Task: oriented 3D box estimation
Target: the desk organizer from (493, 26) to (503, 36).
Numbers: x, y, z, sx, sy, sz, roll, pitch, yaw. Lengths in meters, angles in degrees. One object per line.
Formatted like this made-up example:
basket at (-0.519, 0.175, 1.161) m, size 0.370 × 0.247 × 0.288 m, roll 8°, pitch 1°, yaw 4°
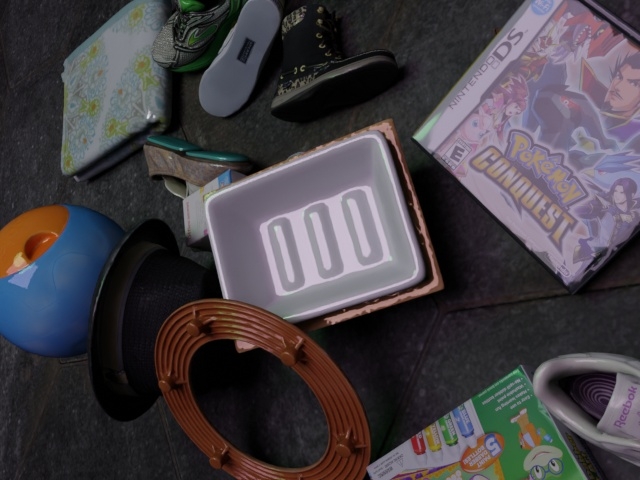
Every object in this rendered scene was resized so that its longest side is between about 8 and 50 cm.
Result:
desk organizer at (0.257, -0.209, 0.842) m, size 0.050 × 0.047 × 0.130 m, roll -21°, pitch 64°, yaw 35°

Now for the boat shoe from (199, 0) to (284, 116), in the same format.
boat shoe at (-0.132, -0.332, 1.224) m, size 0.258 × 0.095 × 0.084 m, roll -46°, pitch 14°, yaw 36°

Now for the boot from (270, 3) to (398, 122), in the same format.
boot at (0.016, -0.299, 1.069) m, size 0.236 × 0.085 × 0.178 m, roll -14°, pitch 66°, yaw 41°

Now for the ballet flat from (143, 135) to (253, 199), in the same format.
ballet flat at (-0.223, -0.122, 1.245) m, size 0.316 × 0.108 × 0.106 m, roll 22°, pitch 112°, yaw 50°

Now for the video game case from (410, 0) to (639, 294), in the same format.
video game case at (0.273, -0.122, 0.764) m, size 0.248 × 0.035 × 0.275 m, roll -50°, pitch 65°, yaw 20°

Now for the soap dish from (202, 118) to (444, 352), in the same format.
soap dish at (0.000, 0.000, 0.906) m, size 0.291 × 0.118 × 0.228 m, roll -20°, pitch 76°, yaw 19°

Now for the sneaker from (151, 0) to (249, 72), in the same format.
sneaker at (-0.227, -0.432, 1.267) m, size 0.344 × 0.146 × 0.134 m, roll -29°, pitch 76°, yaw 43°

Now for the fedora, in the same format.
fedora at (-0.228, 0.134, 1.077) m, size 0.153 × 0.334 × 0.333 m, roll 9°, pitch 83°, yaw 11°

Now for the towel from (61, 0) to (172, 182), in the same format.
towel at (-0.455, -0.331, 1.522) m, size 0.375 × 0.090 × 0.320 m, roll -22°, pitch 67°, yaw 37°

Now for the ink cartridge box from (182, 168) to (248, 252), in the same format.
ink cartridge box at (-0.163, -0.040, 1.155) m, size 0.143 × 0.090 × 0.092 m, roll -26°, pitch 61°, yaw 37°

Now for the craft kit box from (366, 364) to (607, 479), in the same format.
craft kit box at (0.194, 0.306, 0.746) m, size 0.250 × 0.061 × 0.246 m, roll -43°, pitch 55°, yaw 26°

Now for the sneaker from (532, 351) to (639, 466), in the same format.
sneaker at (0.326, 0.178, 0.590) m, size 0.305 × 0.152 × 0.114 m, roll 16°, pitch 87°, yaw 43°

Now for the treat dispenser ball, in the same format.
treat dispenser ball at (-0.482, 0.075, 1.284) m, size 0.288 × 0.288 × 0.288 m, roll -14°, pitch 68°, yaw 40°

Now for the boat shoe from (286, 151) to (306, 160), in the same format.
boat shoe at (-0.061, 0.005, 1.043) m, size 0.109 × 0.094 × 0.302 m, roll 3°, pitch 80°, yaw 44°

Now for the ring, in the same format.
ring at (-0.090, 0.226, 0.903) m, size 0.337 × 0.032 × 0.336 m, roll 14°, pitch 123°, yaw 23°
